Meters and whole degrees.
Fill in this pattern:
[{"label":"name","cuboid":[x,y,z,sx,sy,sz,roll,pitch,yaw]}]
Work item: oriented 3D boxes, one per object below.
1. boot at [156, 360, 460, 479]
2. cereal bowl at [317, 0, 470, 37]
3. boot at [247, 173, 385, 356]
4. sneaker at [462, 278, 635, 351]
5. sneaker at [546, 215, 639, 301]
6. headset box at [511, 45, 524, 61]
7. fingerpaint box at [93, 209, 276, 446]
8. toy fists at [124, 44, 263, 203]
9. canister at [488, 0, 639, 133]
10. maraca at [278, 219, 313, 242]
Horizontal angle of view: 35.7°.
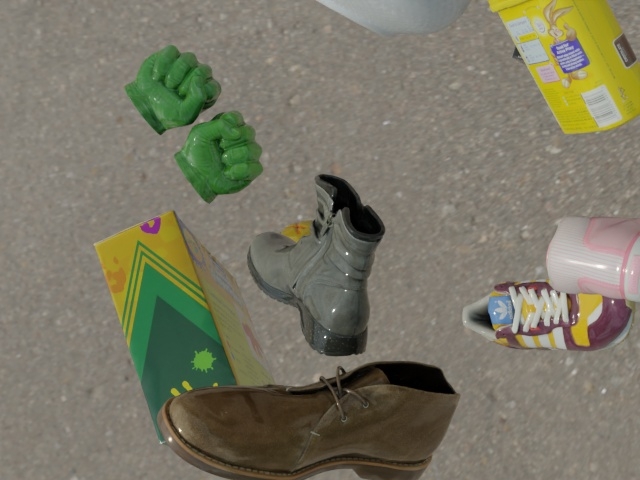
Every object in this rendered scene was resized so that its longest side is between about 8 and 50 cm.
[{"label":"boot","cuboid":[-0.001,0.151,0.909,0.115,0.305,0.112,-59,41,27]},{"label":"cereal bowl","cuboid":[0.070,-0.418,1.562,0.339,0.339,0.141,33,104,19]},{"label":"boot","cuboid":[0.000,0.000,1.062,0.246,0.083,0.161,44,130,55]},{"label":"sneaker","cuboid":[0.195,0.065,0.869,0.185,0.083,0.070,145,129,-65]},{"label":"sneaker","cuboid":[0.177,0.006,0.594,0.070,0.134,0.051,9,100,32]},{"label":"headset box","cuboid":[0.393,-0.337,1.829,0.062,0.083,0.032,23,101,25]},{"label":"fingerpaint box","cuboid":[-0.219,0.201,1.827,0.163,0.445,0.371,-23,71,2]},{"label":"toy fists","cuboid":[-0.211,-0.205,1.719,0.142,0.096,0.279,-35,93,6]},{"label":"canister","cuboid":[0.244,-0.193,0.974,0.073,0.126,0.170,-34,102,-11]},{"label":"maraca","cuboid":[-0.021,0.008,1.742,0.099,0.185,0.127,51,166,-4]}]
